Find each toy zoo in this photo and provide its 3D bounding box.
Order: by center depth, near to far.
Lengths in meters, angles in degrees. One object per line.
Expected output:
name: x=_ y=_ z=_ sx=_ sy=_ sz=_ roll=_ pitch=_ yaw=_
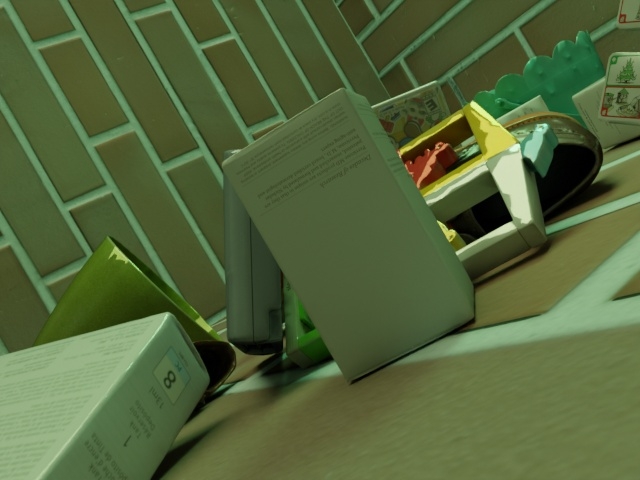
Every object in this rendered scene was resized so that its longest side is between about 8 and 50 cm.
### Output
toy zoo: x=0.087 y=-0.020 z=0.633 sx=0.293 sy=0.030 sz=0.192 roll=-32 pitch=36 yaw=20

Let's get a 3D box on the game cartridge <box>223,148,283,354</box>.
game cartridge: x=-0.067 y=0.018 z=0.717 sx=0.062 sy=0.198 sz=0.297 roll=-6 pitch=-12 yaw=-4

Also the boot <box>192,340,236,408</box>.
boot: x=-0.238 y=0.202 z=0.748 sx=0.220 sy=0.109 sz=0.283 roll=-25 pitch=-4 yaw=33

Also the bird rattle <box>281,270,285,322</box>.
bird rattle: x=-0.061 y=0.030 z=1.012 sx=0.143 sy=0.253 sz=0.206 roll=11 pitch=52 yaw=21

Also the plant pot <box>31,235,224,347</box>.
plant pot: x=-0.361 y=0.189 z=1.130 sx=0.293 sy=0.275 sz=0.275 roll=-46 pitch=3 yaw=-9

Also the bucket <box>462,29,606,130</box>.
bucket: x=0.441 y=-0.259 z=1.314 sx=0.281 sy=0.183 sz=0.281 roll=-31 pitch=1 yaw=1

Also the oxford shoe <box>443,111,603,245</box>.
oxford shoe: x=0.116 y=-0.027 z=0.711 sx=0.364 sy=0.130 sz=0.133 roll=-30 pitch=7 yaw=15

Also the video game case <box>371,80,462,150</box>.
video game case: x=0.095 y=-0.089 z=0.960 sx=0.227 sy=0.206 sz=0.026 roll=-19 pitch=10 yaw=17

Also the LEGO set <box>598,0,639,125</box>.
LEGO set: x=0.284 y=-0.150 z=0.384 sx=0.060 sy=0.182 sz=0.244 roll=1 pitch=12 yaw=-25

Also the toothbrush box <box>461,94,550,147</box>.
toothbrush box: x=0.271 y=-0.123 z=1.188 sx=0.206 sy=0.122 sz=0.283 roll=-30 pitch=0 yaw=-11

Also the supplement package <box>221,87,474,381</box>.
supplement package: x=0.027 y=-0.007 z=0.502 sx=0.105 sy=0.179 sz=0.105 roll=-30 pitch=1 yaw=14

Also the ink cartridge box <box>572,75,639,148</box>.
ink cartridge box: x=0.452 y=-0.209 z=0.839 sx=0.160 sy=0.092 sz=0.219 roll=-31 pitch=0 yaw=-10

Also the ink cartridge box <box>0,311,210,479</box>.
ink cartridge box: x=-0.295 y=0.220 z=0.504 sx=0.308 sy=0.091 sz=0.385 roll=-15 pitch=24 yaw=24
